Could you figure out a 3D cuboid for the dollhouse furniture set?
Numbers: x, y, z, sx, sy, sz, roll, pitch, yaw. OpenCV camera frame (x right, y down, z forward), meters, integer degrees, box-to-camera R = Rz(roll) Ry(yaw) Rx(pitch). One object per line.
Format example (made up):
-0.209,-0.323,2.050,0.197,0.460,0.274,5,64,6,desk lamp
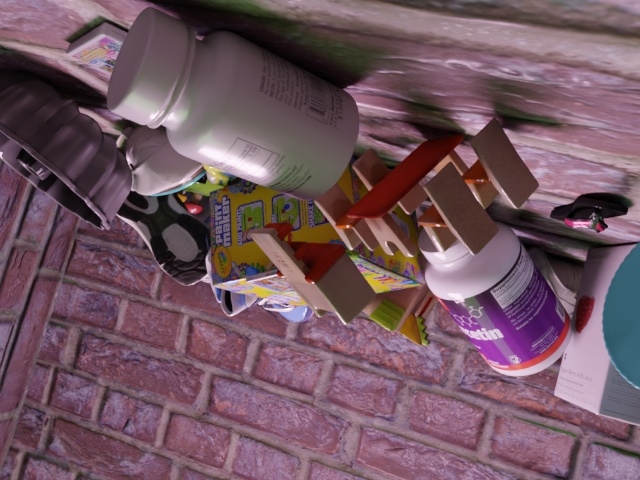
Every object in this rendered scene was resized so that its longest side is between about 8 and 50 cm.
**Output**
0.063,-0.040,0.717,0.135,0.259,0.262,52,161,-17,dollhouse furniture set

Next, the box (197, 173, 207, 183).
-0.299,-0.167,1.407,0.062,0.052,0.083,15,176,23,box

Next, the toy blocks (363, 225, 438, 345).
0.218,0.070,1.367,0.191,0.260,0.381,32,180,20,toy blocks

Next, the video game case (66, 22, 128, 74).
-0.225,-0.219,0.774,0.143,0.019,0.157,19,175,-36,video game case

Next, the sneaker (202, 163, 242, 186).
-0.125,-0.133,1.020,0.126,0.091,0.240,14,174,8,sneaker

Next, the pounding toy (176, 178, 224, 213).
-0.329,-0.130,1.582,0.183,0.110,0.237,18,175,-26,pounding toy

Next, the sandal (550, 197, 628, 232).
0.381,-0.030,0.891,0.067,0.040,0.179,15,175,2,sandal

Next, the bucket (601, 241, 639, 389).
0.512,0.107,0.772,0.183,0.281,0.281,22,174,-19,bucket

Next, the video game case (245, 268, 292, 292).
-0.044,0.059,0.980,0.122,0.011,0.087,-15,157,30,video game case

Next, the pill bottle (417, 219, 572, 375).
0.316,0.090,1.146,0.323,0.181,0.182,50,160,-23,pill bottle

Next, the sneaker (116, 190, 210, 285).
-0.363,-0.042,1.448,0.410,0.158,0.182,53,173,21,sneaker

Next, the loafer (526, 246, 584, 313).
0.546,0.083,1.421,0.112,0.112,0.319,-29,147,21,loafer

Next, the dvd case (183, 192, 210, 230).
-0.279,-0.085,1.668,0.253,0.180,0.022,13,140,27,dvd case

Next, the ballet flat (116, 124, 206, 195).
-0.330,-0.162,1.196,0.139,0.139,0.400,18,176,-28,ballet flat

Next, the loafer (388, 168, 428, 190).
0.134,-0.094,0.975,0.039,0.045,0.125,-1,-170,-28,loafer

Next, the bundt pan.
-0.466,-0.168,1.082,0.331,0.124,0.331,32,163,11,bundt pan

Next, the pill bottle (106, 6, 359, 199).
-0.085,-0.134,0.628,0.229,0.131,0.131,19,174,-34,pill bottle

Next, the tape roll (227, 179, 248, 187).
-0.179,-0.061,1.433,0.080,0.188,0.189,19,174,-23,tape roll

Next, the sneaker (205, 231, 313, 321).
-0.131,0.104,1.281,0.130,0.236,0.322,-2,125,28,sneaker

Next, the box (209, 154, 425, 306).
0.000,0.000,1.116,0.279,0.176,0.290,-13,162,26,box

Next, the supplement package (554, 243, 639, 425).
0.562,0.170,1.102,0.176,0.292,0.177,15,176,-2,supplement package
